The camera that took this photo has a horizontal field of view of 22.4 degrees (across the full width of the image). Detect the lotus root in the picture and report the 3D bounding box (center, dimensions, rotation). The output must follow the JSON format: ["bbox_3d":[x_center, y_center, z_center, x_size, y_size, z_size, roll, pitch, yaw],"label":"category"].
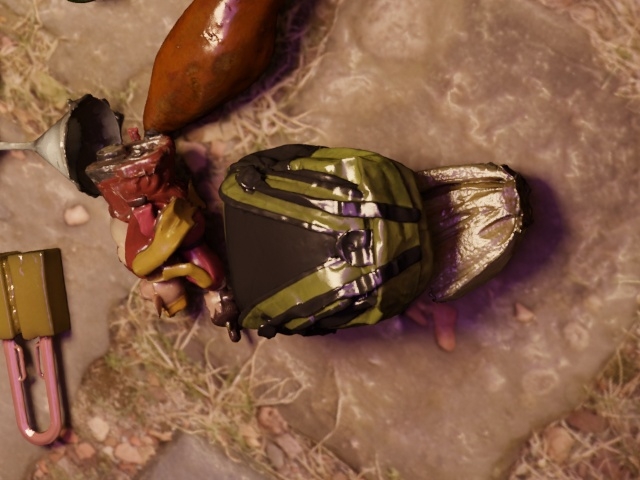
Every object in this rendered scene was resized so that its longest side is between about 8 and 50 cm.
[{"bbox_3d":[0.158,-0.018,1.690,0.144,0.070,0.143,-22,78,25],"label":"lotus root"}]

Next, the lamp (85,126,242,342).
[{"bbox_3d":[-0.171,0.005,1.803,0.118,0.118,0.253,-12,112,23],"label":"lamp"}]

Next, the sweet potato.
[{"bbox_3d":[-0.106,-0.213,1.747,0.112,0.112,0.359,47,124,11],"label":"sweet potato"}]

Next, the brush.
[{"bbox_3d":[-0.346,0.129,1.927,0.103,0.047,0.234,-7,95,23],"label":"brush"}]

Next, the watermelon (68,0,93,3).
[{"bbox_3d":[-0.270,-0.320,1.815,0.109,0.109,0.109,3,97,22],"label":"watermelon"}]

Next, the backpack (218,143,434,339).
[{"bbox_3d":[0.000,0.000,1.688,0.253,0.140,0.207,-4,97,46],"label":"backpack"}]

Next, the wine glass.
[{"bbox_3d":[-0.331,-0.108,1.863,0.182,0.122,0.122,2,97,28],"label":"wine glass"}]
